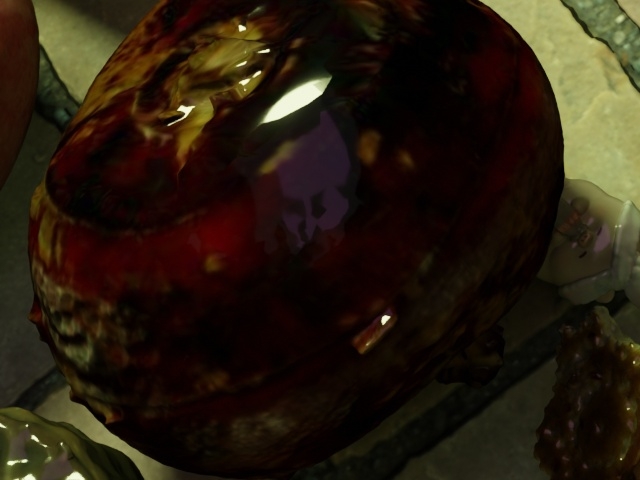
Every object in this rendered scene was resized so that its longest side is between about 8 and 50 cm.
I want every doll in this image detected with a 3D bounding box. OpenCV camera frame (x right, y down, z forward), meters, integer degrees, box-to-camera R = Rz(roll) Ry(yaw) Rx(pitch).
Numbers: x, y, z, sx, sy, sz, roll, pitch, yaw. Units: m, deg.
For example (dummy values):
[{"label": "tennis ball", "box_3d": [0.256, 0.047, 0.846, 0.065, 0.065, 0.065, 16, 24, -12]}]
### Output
[{"label": "doll", "box_3d": [0.163, -0.003, 1.152, 0.127, 0.084, 0.073, 31, 82, 30]}]

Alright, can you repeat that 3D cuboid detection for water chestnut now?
[{"label": "water chestnut", "box_3d": [0.000, 0.000, 1.095, 0.350, 0.302, 0.350, -29, 35, 24]}]

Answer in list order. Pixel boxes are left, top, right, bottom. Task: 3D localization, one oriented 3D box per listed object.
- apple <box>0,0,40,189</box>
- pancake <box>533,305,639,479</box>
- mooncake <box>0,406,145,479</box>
[{"label": "apple", "box_3d": [-0.347, -0.100, 1.218, 0.344, 0.269, 0.345, 0, 88, 2]}, {"label": "pancake", "box_3d": [0.145, 0.157, 1.040, 0.266, 0.057, 0.244, -38, 48, 44]}, {"label": "mooncake", "box_3d": [-0.207, 0.209, 1.136, 0.228, 0.124, 0.228, -5, 69, 12]}]
